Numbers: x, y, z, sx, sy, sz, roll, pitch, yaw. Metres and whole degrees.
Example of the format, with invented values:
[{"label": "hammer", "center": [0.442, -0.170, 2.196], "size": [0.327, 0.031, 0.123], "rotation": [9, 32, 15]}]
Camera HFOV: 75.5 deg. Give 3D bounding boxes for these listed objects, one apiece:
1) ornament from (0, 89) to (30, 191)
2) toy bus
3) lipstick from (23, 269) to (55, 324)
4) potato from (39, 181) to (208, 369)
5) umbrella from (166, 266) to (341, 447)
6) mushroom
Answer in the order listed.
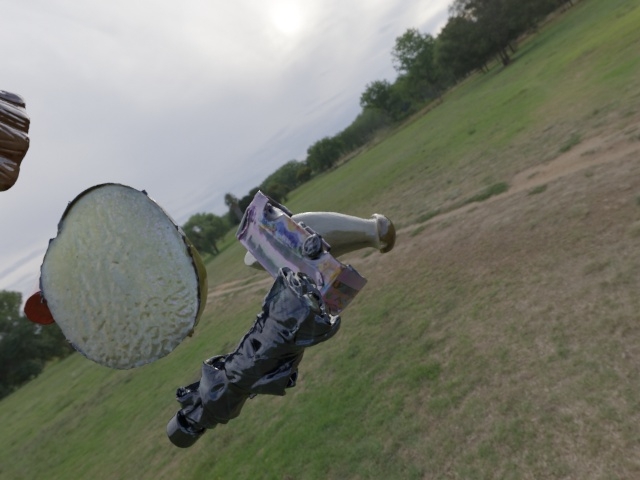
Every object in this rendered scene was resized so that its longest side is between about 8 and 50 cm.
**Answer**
[{"label": "ornament", "center": [-0.618, -0.190, 0.638], "size": [0.221, 0.235, 0.217], "rotation": [-57, -24, -4]}, {"label": "toy bus", "center": [-0.047, 0.018, 0.729], "size": [0.112, 0.090, 0.274], "rotation": [-54, 49, 5]}, {"label": "lipstick", "center": [-0.508, 0.078, 0.795], "size": [0.073, 0.073, 0.280], "rotation": [-35, 27, -15]}, {"label": "potato", "center": [-0.216, 0.039, 0.503], "size": [0.182, 0.202, 0.117], "rotation": [-31, -1, 9]}, {"label": "umbrella", "center": [-0.070, 0.129, 0.404], "size": [0.224, 0.071, 0.080], "rotation": [-47, 46, 16]}, {"label": "mushroom", "center": [0.000, 0.000, 0.942], "size": [0.350, 0.128, 0.128], "rotation": [-7, 5, -7]}]
